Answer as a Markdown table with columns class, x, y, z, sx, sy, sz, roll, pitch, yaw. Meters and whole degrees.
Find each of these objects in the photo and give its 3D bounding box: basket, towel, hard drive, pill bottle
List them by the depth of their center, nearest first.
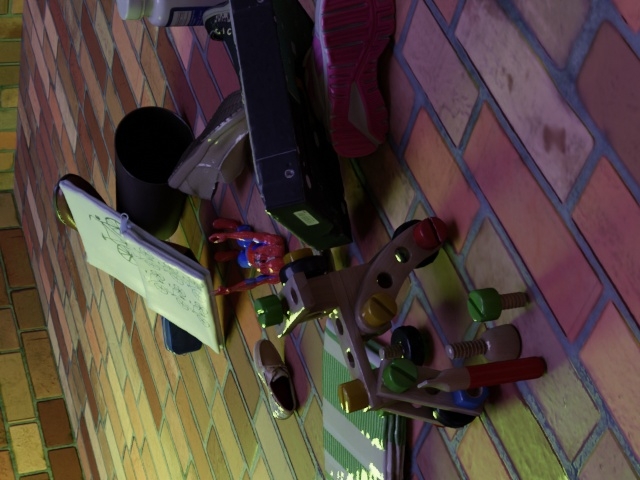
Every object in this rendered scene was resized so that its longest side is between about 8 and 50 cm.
| class | x | y | z | sx | sy | sz | roll | pitch | yaw |
| --- | --- | --- | --- | --- | --- | --- | --- | --- | --- |
| hard drive | -0.041 | -0.173 | 1.589 | 0.237 | 0.064 | 0.338 | 38 | -139 | -70 |
| towel | 0.059 | 0.285 | 1.682 | 0.248 | 0.038 | 0.324 | -150 | 55 | -65 |
| pill bottle | -0.239 | -0.412 | 2.019 | 0.112 | 0.187 | 0.112 | 174 | 90 | -67 |
| basket | -0.332 | -0.113 | 2.382 | 0.227 | 0.154 | 0.204 | 106 | 160 | -50 |

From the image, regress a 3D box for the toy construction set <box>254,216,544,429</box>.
| class | x | y | z | sx | sy | sz | roll | pitch | yaw |
| --- | --- | --- | --- | --- | --- | --- | --- | --- | --- |
| toy construction set | 0.066 | 0.112 | 1.352 | 0.309 | 0.237 | 0.257 | -166 | 71 | -66 |

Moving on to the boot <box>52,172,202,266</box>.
| class | x | y | z | sx | sy | sz | roll | pitch | yaw |
| --- | --- | --- | --- | --- | --- | --- | --- | --- | --- |
| boot | -0.360 | 0.000 | 2.304 | 0.280 | 0.096 | 0.264 | 19 | 142 | 35 |

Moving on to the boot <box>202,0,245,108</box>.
| class | x | y | z | sx | sy | sz | roll | pitch | yaw |
| --- | --- | --- | --- | --- | --- | --- | --- | --- | --- |
| boot | -0.117 | -0.283 | 1.894 | 0.236 | 0.085 | 0.178 | 177 | 85 | -67 |

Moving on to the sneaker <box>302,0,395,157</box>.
| class | x | y | z | sx | sy | sz | roll | pitch | yaw |
| --- | --- | --- | --- | --- | --- | --- | --- | --- | --- |
| sneaker | 0.024 | -0.238 | 1.539 | 0.111 | 0.103 | 0.252 | -142 | 50 | -58 |

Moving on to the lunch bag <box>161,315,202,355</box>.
| class | x | y | z | sx | sy | sz | roll | pitch | yaw |
| --- | --- | --- | --- | --- | --- | --- | --- | --- | --- |
| lunch bag | -0.278 | 0.183 | 2.427 | 0.065 | 0.067 | 0.098 | -170 | 73 | -67 |

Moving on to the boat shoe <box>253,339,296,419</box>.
| class | x | y | z | sx | sy | sz | roll | pitch | yaw |
| --- | --- | --- | --- | --- | --- | --- | --- | --- | --- |
| boat shoe | -0.069 | 0.220 | 1.961 | 0.045 | 0.050 | 0.135 | -39 | 70 | 60 |

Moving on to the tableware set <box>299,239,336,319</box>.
| class | x | y | z | sx | sy | sz | roll | pitch | yaw |
| --- | --- | --- | --- | --- | --- | --- | --- | --- | --- |
| tableware set | 0.000 | 0.000 | 1.748 | 0.128 | 0.039 | 0.194 | 94 | 164 | -53 |

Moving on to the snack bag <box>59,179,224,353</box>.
| class | x | y | z | sx | sy | sz | roll | pitch | yaw |
| --- | --- | --- | --- | --- | --- | --- | --- | --- | --- |
| snack bag | -0.322 | 0.049 | 2.184 | 0.343 | 0.037 | 0.323 | 32 | 158 | 16 |

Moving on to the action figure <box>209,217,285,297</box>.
| class | x | y | z | sx | sy | sz | roll | pitch | yaw |
| --- | --- | --- | --- | --- | --- | --- | --- | --- | --- |
| action figure | -0.146 | 0.024 | 1.986 | 0.280 | 0.139 | 0.091 | -163 | 67 | -63 |

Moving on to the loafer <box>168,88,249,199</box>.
| class | x | y | z | sx | sy | sz | roll | pitch | yaw |
| --- | --- | --- | --- | --- | --- | --- | --- | --- | --- |
| loafer | -0.158 | -0.156 | 2.021 | 0.268 | 0.092 | 0.102 | -40 | 23 | 48 |
